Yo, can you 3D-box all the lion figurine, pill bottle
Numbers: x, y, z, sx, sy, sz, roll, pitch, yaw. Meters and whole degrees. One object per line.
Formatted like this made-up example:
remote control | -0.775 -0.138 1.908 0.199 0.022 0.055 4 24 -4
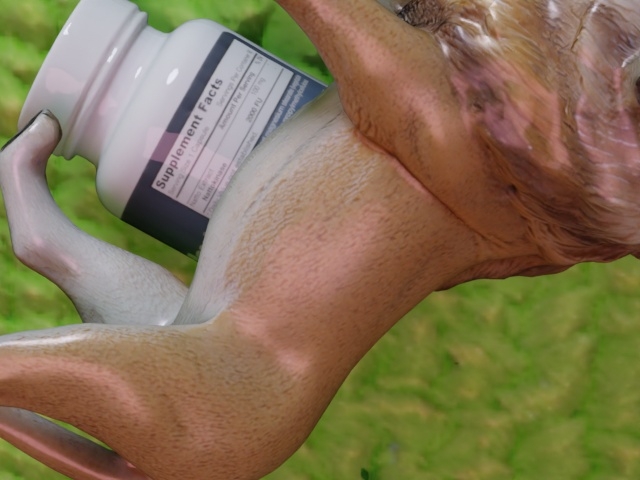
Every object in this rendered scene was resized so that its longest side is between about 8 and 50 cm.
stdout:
lion figurine | 0.000 0.000 0.725 0.392 0.142 0.240 -41 102 15
pill bottle | -0.047 -0.043 0.826 0.180 0.108 0.108 29 117 -3
